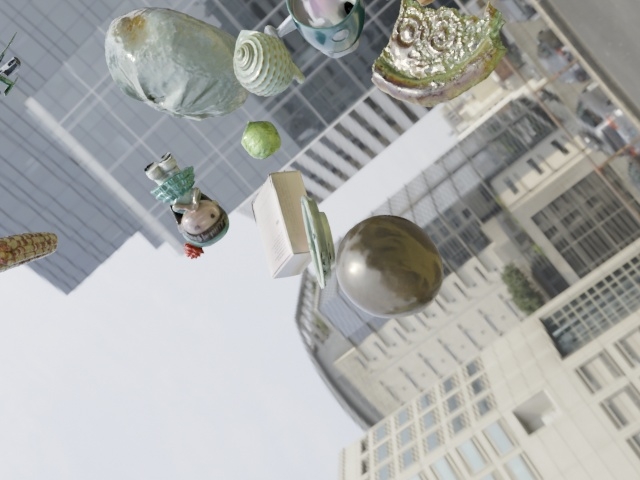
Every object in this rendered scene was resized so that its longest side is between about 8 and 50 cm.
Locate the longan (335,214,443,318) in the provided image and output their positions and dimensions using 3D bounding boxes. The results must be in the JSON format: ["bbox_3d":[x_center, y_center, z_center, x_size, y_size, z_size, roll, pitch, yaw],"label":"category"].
[{"bbox_3d":[0.111,0.043,1.126,0.187,0.167,0.167,33,-174,28],"label":"longan"}]

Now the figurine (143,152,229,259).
[{"bbox_3d":[-0.320,-0.084,1.633,0.245,0.138,0.110,56,-178,-21],"label":"figurine"}]

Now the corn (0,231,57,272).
[{"bbox_3d":[-0.671,0.019,1.560,0.079,0.079,0.237,51,-163,1],"label":"corn"}]

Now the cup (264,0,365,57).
[{"bbox_3d":[0.024,-0.486,1.503,0.173,0.299,0.167,50,-162,-70],"label":"cup"}]

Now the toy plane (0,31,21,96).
[{"bbox_3d":[-0.764,-0.325,1.553,0.106,0.381,0.155,30,-123,-25],"label":"toy plane"}]

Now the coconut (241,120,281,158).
[{"bbox_3d":[-0.139,-0.234,1.585,0.096,0.088,0.088,56,-164,8],"label":"coconut"}]

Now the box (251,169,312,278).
[{"bbox_3d":[-0.101,-0.043,1.957,0.106,0.203,0.252,-7,-110,-25],"label":"box"}]

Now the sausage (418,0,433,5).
[{"bbox_3d":[0.439,-0.925,2.262,0.116,0.354,0.134,46,-152,-10],"label":"sausage"}]

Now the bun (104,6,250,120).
[{"bbox_3d":[-0.317,-0.390,1.565,0.362,0.211,0.362,17,178,1],"label":"bun"}]

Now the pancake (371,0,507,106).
[{"bbox_3d":[0.325,-0.533,1.966,0.427,0.305,0.067,20,-163,39],"label":"pancake"}]

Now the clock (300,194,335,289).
[{"bbox_3d":[0.000,0.000,1.689,0.236,0.053,0.236,167,90,-86],"label":"clock"}]

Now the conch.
[{"bbox_3d":[-0.106,-0.317,1.247,0.135,0.102,0.153,52,-176,26],"label":"conch"}]
